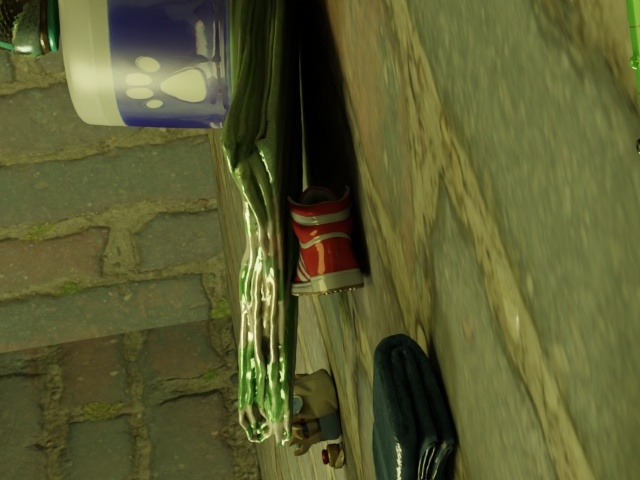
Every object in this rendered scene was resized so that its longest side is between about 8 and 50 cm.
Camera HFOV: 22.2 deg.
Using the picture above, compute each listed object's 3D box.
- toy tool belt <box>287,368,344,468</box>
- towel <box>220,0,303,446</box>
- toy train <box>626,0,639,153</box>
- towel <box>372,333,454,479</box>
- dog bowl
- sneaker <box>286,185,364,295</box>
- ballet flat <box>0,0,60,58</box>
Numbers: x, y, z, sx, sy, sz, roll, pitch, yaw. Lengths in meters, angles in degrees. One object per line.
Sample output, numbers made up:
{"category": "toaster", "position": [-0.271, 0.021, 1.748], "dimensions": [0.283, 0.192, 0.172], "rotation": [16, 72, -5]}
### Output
{"category": "toy tool belt", "position": [-0.011, 0.148, 1.330], "dimensions": [0.052, 0.051, 0.083], "rotation": [-121, 22, -77]}
{"category": "towel", "position": [-0.036, -0.043, 1.100], "dimensions": [0.325, 0.038, 0.248], "rotation": [88, -176, -52]}
{"category": "toy train", "position": [0.067, -0.051, 0.308], "dimensions": [0.017, 0.023, 0.083], "rotation": [-147, 49, -83]}
{"category": "towel", "position": [0.043, 0.101, 0.794], "dimensions": [0.119, 0.029, 0.067], "rotation": [87, 172, -54]}
{"category": "dog bowl", "position": [-0.098, -0.205, 1.067], "dimensions": [0.265, 0.104, 0.265], "rotation": [3, -90, -89]}
{"category": "sneaker", "position": [0.000, 0.000, 1.015], "dimensions": [0.118, 0.042, 0.067], "rotation": [168, 91, -80]}
{"category": "ballet flat", "position": [-0.184, -0.196, 1.013], "dimensions": [0.070, 0.070, 0.188], "rotation": [88, -175, -55]}
